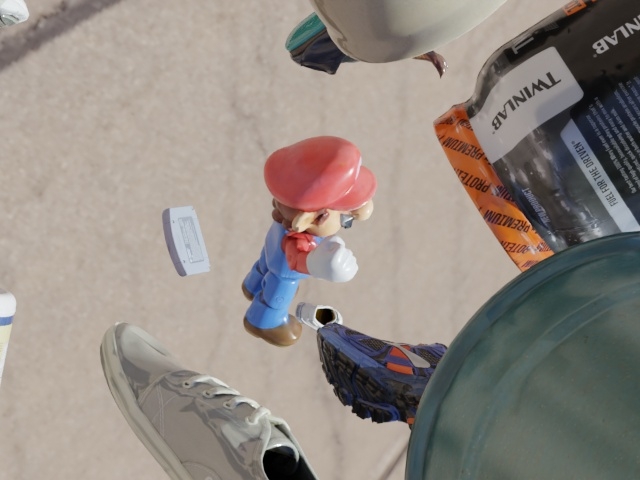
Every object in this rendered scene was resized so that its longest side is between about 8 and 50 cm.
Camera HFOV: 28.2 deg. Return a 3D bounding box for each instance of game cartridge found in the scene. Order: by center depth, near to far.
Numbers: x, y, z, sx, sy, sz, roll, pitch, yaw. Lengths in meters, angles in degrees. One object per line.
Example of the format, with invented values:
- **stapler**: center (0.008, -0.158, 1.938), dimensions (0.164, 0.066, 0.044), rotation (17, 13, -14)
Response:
- **game cartridge**: center (-0.161, 0.001, 1.512), dimensions (0.056, 0.017, 0.083), rotation (-8, 82, -60)

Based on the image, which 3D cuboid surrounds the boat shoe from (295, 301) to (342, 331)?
- **boat shoe**: center (0.007, 0.098, 1.607), dimensions (0.100, 0.035, 0.035), rotation (29, 70, -56)

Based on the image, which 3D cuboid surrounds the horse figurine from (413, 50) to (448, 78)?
- **horse figurine**: center (0.106, -0.326, 1.739), dimensions (0.174, 0.263, 0.066), rotation (-3, 136, -7)

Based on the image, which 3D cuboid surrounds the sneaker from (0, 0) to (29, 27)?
- **sneaker**: center (-0.395, -0.305, 1.398), dimensions (0.232, 0.090, 0.115), rotation (76, 1, -87)

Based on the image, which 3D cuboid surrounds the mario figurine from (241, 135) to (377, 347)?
- **mario figurine**: center (0.000, 0.000, 1.676), dimensions (0.170, 0.198, 0.321), rotation (-22, 149, -37)

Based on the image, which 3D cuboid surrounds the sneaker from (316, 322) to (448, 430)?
- **sneaker**: center (0.085, 0.134, 1.238), dimensions (0.087, 0.221, 0.083), rotation (-37, 138, -34)

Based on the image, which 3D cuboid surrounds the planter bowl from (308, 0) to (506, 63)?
- **planter bowl**: center (0.042, -0.201, 0.757), dimensions (0.109, 0.162, 0.162), rotation (44, 76, -37)

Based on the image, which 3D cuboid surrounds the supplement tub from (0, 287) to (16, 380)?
- **supplement tub**: center (-0.645, 0.223, 2.115), dimensions (0.228, 0.228, 0.316), rotation (8, 94, -63)

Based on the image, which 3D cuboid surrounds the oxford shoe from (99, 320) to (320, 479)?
- **oxford shoe**: center (-0.106, 0.220, 1.409), dimensions (0.130, 0.449, 0.169), rotation (-51, 136, 7)

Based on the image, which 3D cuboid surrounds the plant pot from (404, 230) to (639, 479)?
- **plant pot**: center (0.240, 0.179, 0.702), dimensions (0.341, 0.341, 0.334), rotation (-61, -172, 3)

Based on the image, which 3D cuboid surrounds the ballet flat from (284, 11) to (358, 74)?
- **ballet flat**: center (0.050, -0.209, 1.148), dimensions (0.074, 0.074, 0.203), rotation (-32, 178, -45)

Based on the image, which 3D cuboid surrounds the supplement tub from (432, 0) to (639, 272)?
- **supplement tub**: center (0.276, -0.121, 1.051), dimensions (0.338, 0.207, 0.207), rotation (-32, 158, 11)
